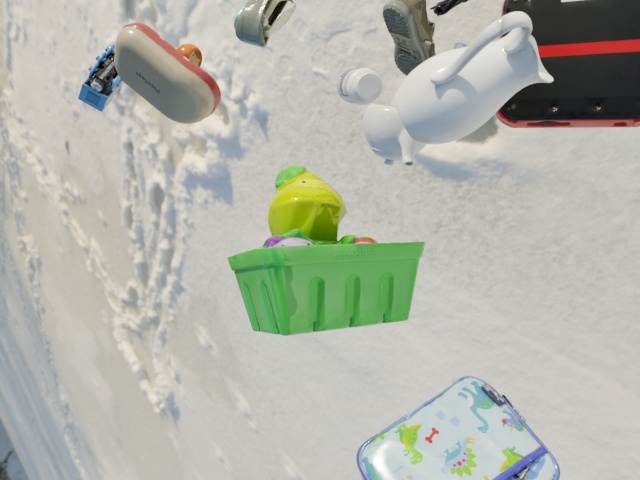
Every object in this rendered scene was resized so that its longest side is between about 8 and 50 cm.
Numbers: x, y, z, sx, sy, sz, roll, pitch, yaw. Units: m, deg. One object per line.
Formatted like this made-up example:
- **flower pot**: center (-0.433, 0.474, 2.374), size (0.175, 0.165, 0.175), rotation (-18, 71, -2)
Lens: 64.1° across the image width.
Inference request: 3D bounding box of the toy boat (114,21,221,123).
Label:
- **toy boat**: center (-0.302, -0.359, 1.069), size (0.231, 0.151, 0.151), rotation (40, 146, -5)

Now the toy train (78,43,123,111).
- **toy train**: center (-0.523, -0.406, 1.261), size (0.080, 0.184, 0.105), rotation (29, 132, -21)

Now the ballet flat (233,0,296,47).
- **ballet flat**: center (-0.056, -0.393, 0.801), size (0.068, 0.213, 0.072), rotation (28, 173, 15)

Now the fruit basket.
- **fruit basket**: center (0.000, 0.000, 1.083), size (0.283, 0.392, 0.392), rotation (-11, 101, 61)

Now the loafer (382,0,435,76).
- **loafer**: center (0.200, -0.407, 1.035), size (0.094, 0.087, 0.251), rotation (39, 178, 25)

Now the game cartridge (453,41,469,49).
- **game cartridge**: center (0.502, -0.677, 1.825), size (0.083, 0.017, 0.056), rotation (47, 131, 53)

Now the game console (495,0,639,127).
- **game console**: center (0.637, -0.452, 1.261), size (0.386, 0.060, 0.342), rotation (5, 89, 24)

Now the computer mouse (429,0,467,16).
- **computer mouse**: center (0.340, -0.501, 0.963), size (0.060, 0.184, 0.262), rotation (60, 165, -7)

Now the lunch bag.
- **lunch bag**: center (0.172, 0.293, 0.647), size (0.176, 0.219, 0.090), rotation (54, 164, 39)

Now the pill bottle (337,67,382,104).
- **pill bottle**: center (0.108, -0.413, 1.373), size (0.169, 0.094, 0.094), rotation (-124, 23, -68)

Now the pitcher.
- **pitcher**: center (0.204, -0.228, 0.722), size (0.207, 0.177, 0.126), rotation (-25, 71, 25)

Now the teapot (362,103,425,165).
- **teapot**: center (0.246, -0.346, 1.713), size (0.252, 0.256, 0.187), rotation (19, 107, 26)
